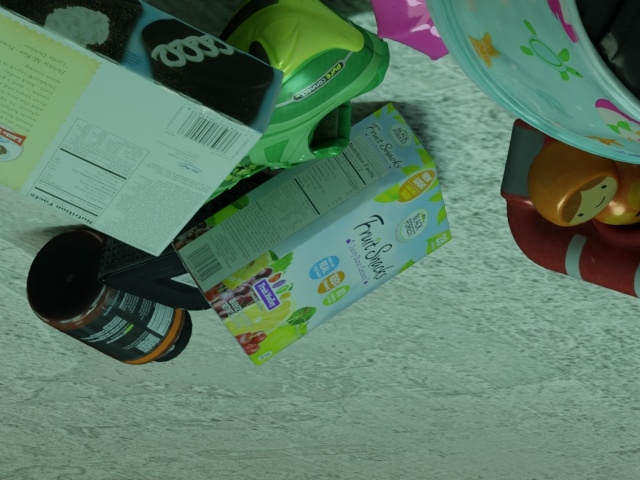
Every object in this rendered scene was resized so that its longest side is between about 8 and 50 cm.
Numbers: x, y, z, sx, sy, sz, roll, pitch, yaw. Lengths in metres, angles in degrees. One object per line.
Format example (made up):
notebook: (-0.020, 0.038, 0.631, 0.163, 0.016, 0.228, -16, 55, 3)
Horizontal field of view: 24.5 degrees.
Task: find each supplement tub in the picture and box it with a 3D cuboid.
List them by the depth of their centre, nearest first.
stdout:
supplement tub: (-0.211, 0.067, 1.533, 0.106, 0.106, 0.198, -4, 158, 24)

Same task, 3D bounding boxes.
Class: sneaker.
sneaker: (-0.045, -0.081, 1.085, 0.123, 0.109, 0.295, 17, 157, -20)

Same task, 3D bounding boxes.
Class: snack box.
snack box: (-0.208, -0.113, 0.950, 0.322, 0.060, 0.187, 25, 145, -16)
snack box: (0.000, 0.000, 1.205, 0.207, 0.070, 0.174, -34, 157, -3)

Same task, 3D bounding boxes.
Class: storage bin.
storage bin: (-0.108, -0.001, 1.356, 0.122, 0.084, 0.180, 21, 154, -38)

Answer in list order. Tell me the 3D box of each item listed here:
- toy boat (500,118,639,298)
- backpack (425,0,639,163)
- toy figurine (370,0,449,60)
toy boat: (0.201, -0.036, 0.998, 0.151, 0.151, 0.231, 1, -168, -43)
backpack: (0.156, -0.157, 0.626, 0.225, 0.253, 0.191, 16, 173, -31)
toy figurine: (0.055, -0.165, 0.760, 0.130, 0.159, 0.173, 9, 160, -11)
